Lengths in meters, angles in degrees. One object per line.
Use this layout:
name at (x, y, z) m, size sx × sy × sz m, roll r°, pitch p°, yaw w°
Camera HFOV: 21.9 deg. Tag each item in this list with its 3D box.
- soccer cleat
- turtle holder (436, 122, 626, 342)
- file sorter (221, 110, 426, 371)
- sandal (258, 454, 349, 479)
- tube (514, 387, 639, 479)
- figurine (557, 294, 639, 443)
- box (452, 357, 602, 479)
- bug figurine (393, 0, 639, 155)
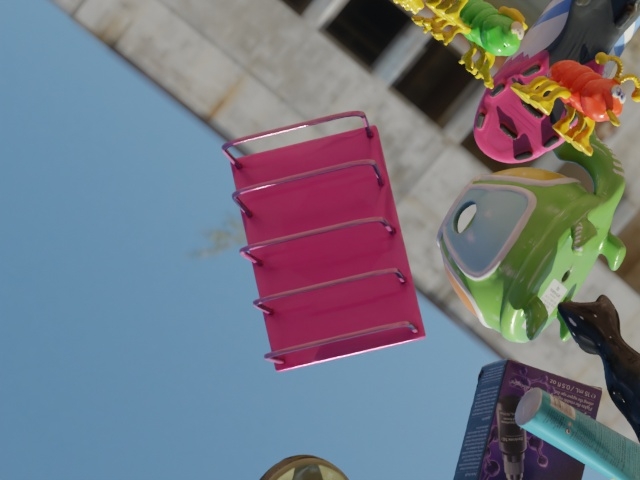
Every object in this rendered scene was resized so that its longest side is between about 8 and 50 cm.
soccer cleat at (0.295, -0.226, 1.893) m, size 0.116 × 0.331 × 0.143 m, roll 36°, pitch -144°, yaw 2°
turtle holder at (0.314, -0.016, 2.474) m, size 0.227 × 0.320 × 0.243 m, roll 34°, pitch -149°, yaw 25°
file sorter at (0.000, 0.000, 2.107) m, size 0.182 × 0.202 × 0.290 m, roll 50°, pitch -153°, yaw -80°
sandal at (0.036, 0.357, 1.883) m, size 0.303 × 0.120 × 0.086 m, roll 51°, pitch 162°, yaw -24°
tube at (0.337, 0.250, 2.044) m, size 0.207 × 0.052 × 0.080 m, roll 30°, pitch -129°, yaw -17°
figurine at (0.417, 0.132, 1.992) m, size 0.215 × 0.092 × 0.209 m, roll -9°, pitch -133°, yaw -30°
box at (0.287, 0.287, 2.322) m, size 0.153 × 0.207 × 0.108 m, roll 18°, pitch 165°, yaw -12°
bug figurine at (0.134, -0.187, 1.349) m, size 0.279 × 0.072 × 0.216 m, roll 37°, pitch -179°, yaw -40°
